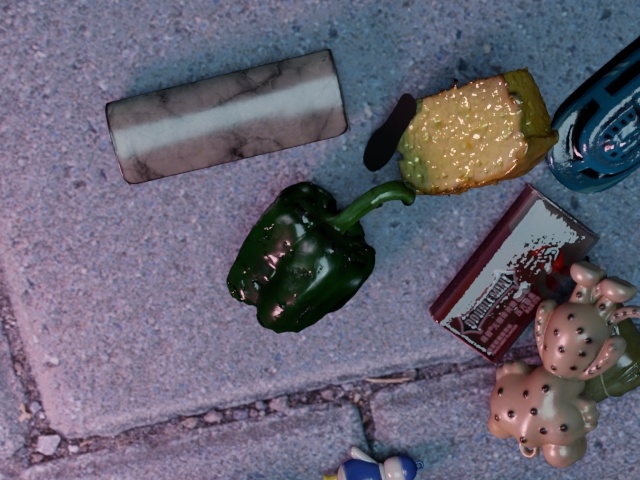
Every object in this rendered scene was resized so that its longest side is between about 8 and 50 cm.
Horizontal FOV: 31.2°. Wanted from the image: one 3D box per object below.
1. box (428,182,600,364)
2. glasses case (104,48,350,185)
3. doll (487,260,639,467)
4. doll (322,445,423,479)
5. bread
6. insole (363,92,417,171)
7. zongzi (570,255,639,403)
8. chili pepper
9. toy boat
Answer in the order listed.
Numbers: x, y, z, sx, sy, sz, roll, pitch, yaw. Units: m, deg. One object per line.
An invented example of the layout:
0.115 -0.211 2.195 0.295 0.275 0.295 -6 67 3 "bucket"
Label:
0.258 0.046 1.539 0.120 0.069 0.224 37 101 -11 "box"
-0.118 -0.158 1.473 0.299 0.060 0.114 -14 104 1 "glasses case"
0.324 0.165 1.498 0.154 0.119 0.278 38 114 24 "doll"
0.075 0.331 1.606 0.143 0.057 0.098 -16 83 0 "doll"
0.204 -0.141 1.432 0.140 0.229 0.143 -22 98 -36 "bread"
0.089 -0.137 1.477 0.045 0.002 0.135 55 137 23 "insole"
0.342 0.143 1.571 0.178 0.081 0.189 -29 96 20 "zongzi"
0.000 0.000 1.469 0.165 0.174 0.261 44 103 17 "chili pepper"
0.425 -0.175 1.483 0.299 0.092 0.134 -42 105 7 "toy boat"
